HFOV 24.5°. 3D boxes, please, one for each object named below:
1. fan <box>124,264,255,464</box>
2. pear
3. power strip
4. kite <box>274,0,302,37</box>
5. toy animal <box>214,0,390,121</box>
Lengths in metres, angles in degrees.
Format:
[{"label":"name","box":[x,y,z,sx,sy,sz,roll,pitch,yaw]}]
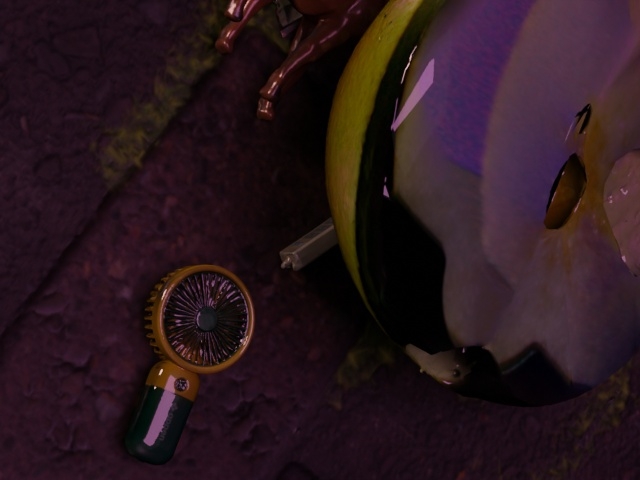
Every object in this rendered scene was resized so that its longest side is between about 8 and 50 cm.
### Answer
[{"label":"fan","box":[-0.106,0.092,1.098,0.082,0.039,0.155,29,74,-28]},{"label":"pear","box":[0.134,-0.072,1.154,0.399,0.165,0.399,-14,111,-40]},{"label":"power strip","box":[0.000,0.000,1.176,0.083,0.027,0.017,-33,105,-29]},{"label":"kite","box":[-0.023,-0.277,1.192,0.250,0.012,0.229,12,79,-30]},{"label":"toy animal","box":[0.034,-0.173,1.188,0.230,0.066,0.224,-44,125,-24]}]
